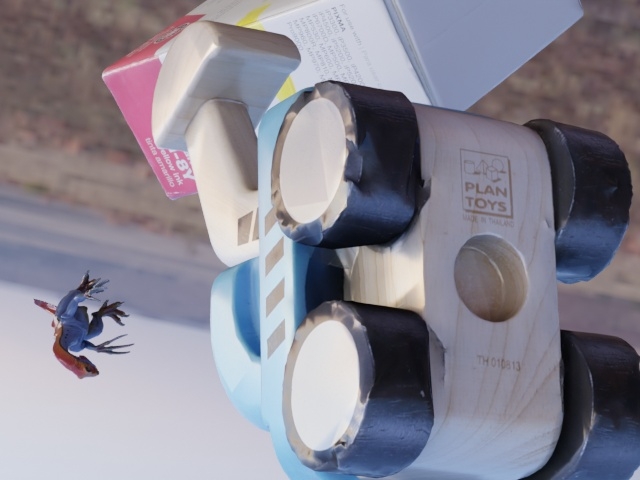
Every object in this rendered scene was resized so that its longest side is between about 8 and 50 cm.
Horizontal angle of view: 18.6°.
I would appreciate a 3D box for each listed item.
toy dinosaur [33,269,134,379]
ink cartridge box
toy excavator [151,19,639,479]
[{"bbox_3d":[-0.139,0.055,1.114,0.090,0.047,0.082,-25,-164,33],"label":"toy dinosaur"},{"bbox_3d":[0.022,-0.197,1.930,0.384,0.160,0.279,-13,-160,44],"label":"ink cartridge box"},{"bbox_3d":[0.000,0.000,1.401,0.222,0.433,0.445,8,162,-31],"label":"toy excavator"}]
